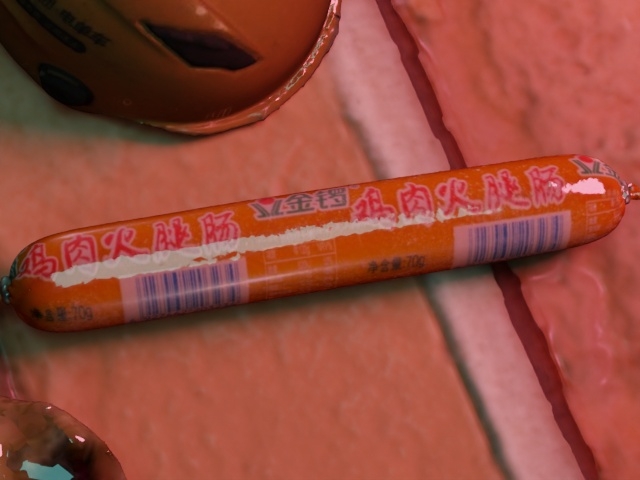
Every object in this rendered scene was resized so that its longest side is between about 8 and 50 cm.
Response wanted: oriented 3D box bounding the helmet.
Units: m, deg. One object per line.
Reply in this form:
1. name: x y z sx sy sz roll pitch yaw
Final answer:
1. helmet: -0.088 -0.167 0.935 0.224 0.130 0.198 39 78 2

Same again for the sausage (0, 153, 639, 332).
1. sausage: 0.000 0.000 0.942 0.347 0.053 0.053 -9 78 -9

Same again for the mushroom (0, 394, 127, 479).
1. mushroom: -0.214 0.168 0.847 0.217 0.212 0.292 -10 89 35
